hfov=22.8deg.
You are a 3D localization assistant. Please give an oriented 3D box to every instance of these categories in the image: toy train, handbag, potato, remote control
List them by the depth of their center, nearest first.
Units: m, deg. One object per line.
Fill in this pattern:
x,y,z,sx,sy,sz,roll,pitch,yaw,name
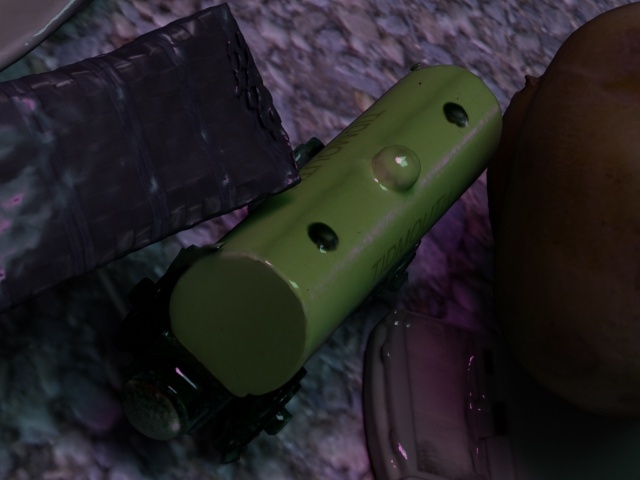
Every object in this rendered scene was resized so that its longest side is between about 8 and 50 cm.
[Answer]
-0.133,-0.021,0.705,0.270,0.175,0.089,-26,95,-43,handbag
0.000,0.000,0.791,0.105,0.157,0.253,45,43,1,toy train
0.195,-0.018,0.882,0.351,0.202,0.218,-19,104,-82,potato
0.152,0.124,0.902,0.285,0.038,0.123,15,48,-24,remote control

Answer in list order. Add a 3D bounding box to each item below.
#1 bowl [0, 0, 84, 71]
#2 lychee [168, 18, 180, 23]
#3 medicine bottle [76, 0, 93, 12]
-0.252,-0.196,0.708,0.307,0.163,0.307,7,79,-40,bowl
-0.069,-0.083,0.869,0.067,0.068,0.083,-27,51,-4,lychee
-0.194,-0.220,0.865,0.216,0.090,0.090,42,43,-3,medicine bottle
